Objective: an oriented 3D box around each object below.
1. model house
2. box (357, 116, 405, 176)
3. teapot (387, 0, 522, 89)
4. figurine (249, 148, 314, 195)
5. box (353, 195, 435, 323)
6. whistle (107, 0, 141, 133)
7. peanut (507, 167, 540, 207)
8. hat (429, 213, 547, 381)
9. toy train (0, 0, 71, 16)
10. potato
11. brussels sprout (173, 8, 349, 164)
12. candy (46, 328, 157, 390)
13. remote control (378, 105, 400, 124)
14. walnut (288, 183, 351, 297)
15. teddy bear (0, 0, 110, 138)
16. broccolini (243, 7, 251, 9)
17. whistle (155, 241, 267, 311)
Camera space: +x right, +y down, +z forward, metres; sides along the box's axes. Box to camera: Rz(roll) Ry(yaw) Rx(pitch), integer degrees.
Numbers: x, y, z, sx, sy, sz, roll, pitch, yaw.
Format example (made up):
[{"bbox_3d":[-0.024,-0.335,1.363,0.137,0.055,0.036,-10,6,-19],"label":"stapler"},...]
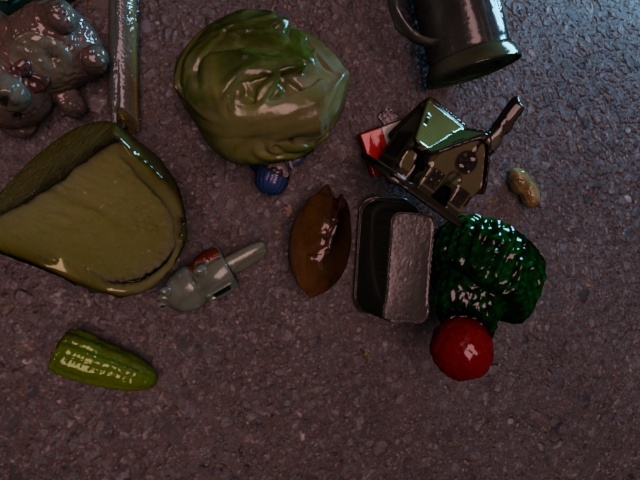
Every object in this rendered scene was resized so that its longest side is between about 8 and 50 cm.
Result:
[{"bbox_3d":[0.251,-0.207,0.942,0.218,0.205,0.278,31,101,-19],"label":"model house"},{"bbox_3d":[0.170,-0.215,1.061,0.152,0.048,0.100,-20,104,-2],"label":"box"},{"bbox_3d":[0.259,-0.509,0.995,0.271,0.200,0.336,-17,95,-21],"label":"teapot"},{"bbox_3d":[-0.082,-0.162,1.014,0.149,0.086,0.087,-42,125,-18],"label":"figurine"},{"bbox_3d":[0.163,0.040,1.019,0.138,0.178,0.274,2,94,-12],"label":"box"},{"bbox_3d":[-0.391,-0.378,0.935,0.057,0.068,0.326,3,93,16],"label":"whistle"},{"bbox_3d":[0.494,-0.127,1.146,0.054,0.054,0.113,-41,100,-7],"label":"peanut"},{"bbox_3d":[0.314,0.132,0.994,0.274,0.242,0.332,38,66,-27],"label":"hat"},{"bbox_3d":[-0.561,-0.509,0.870,0.203,0.112,0.163,-41,94,-8],"label":"toy train"},{"bbox_3d":[-0.396,-0.060,0.902,0.330,0.212,0.280,-30,126,12],"label":"potato"},{"bbox_3d":[-0.119,-0.292,0.903,0.328,0.247,0.327,0,79,0],"label":"brussels sprout"},{"bbox_3d":[-0.430,0.251,0.950,0.210,0.097,0.096,25,88,-15],"label":"candy"},{"bbox_3d":[0.173,-0.261,1.086,0.039,0.014,0.096,-41,99,4],"label":"remote control"},{"bbox_3d":[0.000,0.000,1.009,0.137,0.137,0.245,8,91,-12],"label":"walnut"},{"bbox_3d":[-0.529,-0.318,0.861,0.267,0.151,0.236,-42,132,-12],"label":"teddy bear"},{"bbox_3d":[-0.106,-0.454,1.012,0.140,0.030,0.035,19,97,-17],"label":"broccolini"},{"bbox_3d":[-0.225,0.072,0.977,0.253,0.102,0.105,-29,96,-7],"label":"whistle"}]
